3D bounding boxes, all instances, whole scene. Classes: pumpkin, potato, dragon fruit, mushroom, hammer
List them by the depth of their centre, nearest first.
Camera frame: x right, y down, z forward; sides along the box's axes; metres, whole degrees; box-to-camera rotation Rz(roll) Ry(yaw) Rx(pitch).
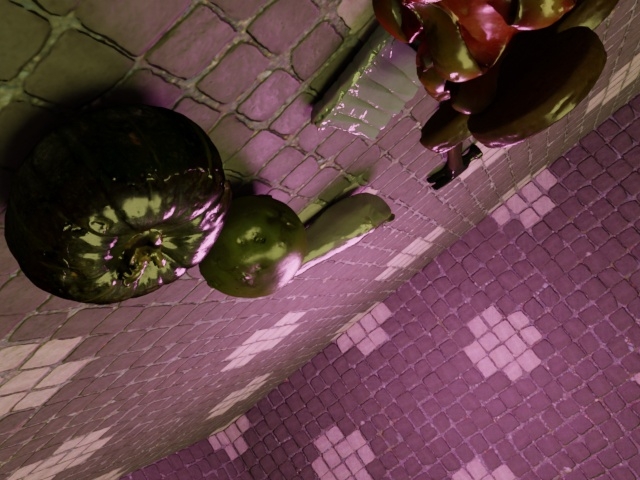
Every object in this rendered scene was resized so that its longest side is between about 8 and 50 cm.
[{"bbox_3d":[0.139,-0.270,0.481,0.307,0.243,0.227,-38,-150,55],"label":"dragon fruit"},{"bbox_3d":[-0.204,-0.030,0.579,0.238,0.159,0.238,-28,160,-11],"label":"pumpkin"},{"bbox_3d":[-0.112,0.018,0.905,0.186,0.148,0.253,-38,162,-6],"label":"potato"},{"bbox_3d":[-0.001,0.001,1.173,0.351,0.097,0.109,-32,162,-8],"label":"mushroom"},{"bbox_3d":[0.314,-0.230,1.274,0.168,0.044,0.440,-40,162,4],"label":"hammer"}]

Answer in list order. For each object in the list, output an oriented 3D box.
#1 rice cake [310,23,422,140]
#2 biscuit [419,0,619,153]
[{"bbox_3d":[0.082,-0.229,0.825,0.189,0.037,0.198,-47,161,29],"label":"rice cake"},{"bbox_3d":[0.248,-0.216,0.696,0.283,0.064,0.432,-43,-162,23],"label":"biscuit"}]
